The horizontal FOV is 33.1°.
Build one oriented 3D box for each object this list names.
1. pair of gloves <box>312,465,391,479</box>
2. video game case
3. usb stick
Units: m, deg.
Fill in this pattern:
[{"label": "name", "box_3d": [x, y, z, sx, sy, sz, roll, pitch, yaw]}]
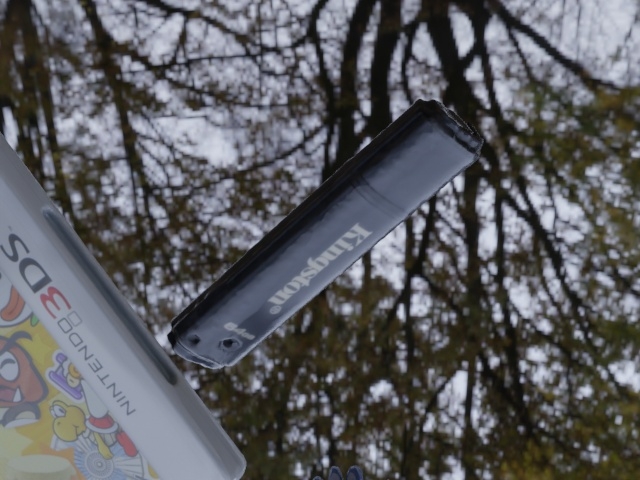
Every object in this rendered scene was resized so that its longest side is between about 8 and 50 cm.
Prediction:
[{"label": "pair of gloves", "box_3d": [-0.027, 0.252, 0.898, 0.198, 0.023, 0.159, -22, -156, 2]}, {"label": "video game case", "box_3d": [-0.182, 0.084, 0.526, 0.227, 0.206, 0.026, -34, -174, 21]}, {"label": "usb stick", "box_3d": [0.000, 0.000, 0.798, 0.077, 0.278, 0.045, 25, -150, -52]}]
